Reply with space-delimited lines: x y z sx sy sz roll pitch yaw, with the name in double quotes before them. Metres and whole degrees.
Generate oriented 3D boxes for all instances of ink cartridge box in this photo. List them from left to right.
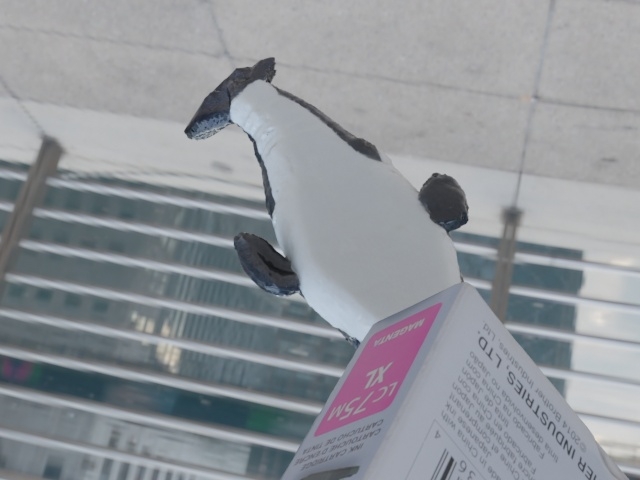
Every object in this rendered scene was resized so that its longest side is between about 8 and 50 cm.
"ink cartridge box" 0.031 0.177 0.298 0.065 0.311 0.186 -30 107 40

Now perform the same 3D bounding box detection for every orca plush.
"orca plush" 0.000 0.000 0.716 0.287 0.151 0.102 38 149 32
